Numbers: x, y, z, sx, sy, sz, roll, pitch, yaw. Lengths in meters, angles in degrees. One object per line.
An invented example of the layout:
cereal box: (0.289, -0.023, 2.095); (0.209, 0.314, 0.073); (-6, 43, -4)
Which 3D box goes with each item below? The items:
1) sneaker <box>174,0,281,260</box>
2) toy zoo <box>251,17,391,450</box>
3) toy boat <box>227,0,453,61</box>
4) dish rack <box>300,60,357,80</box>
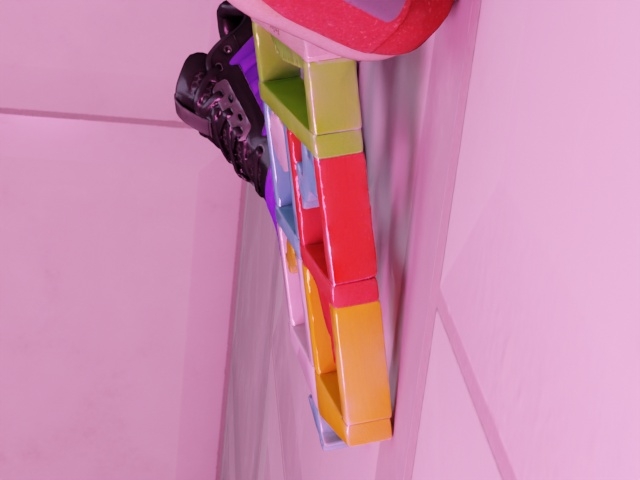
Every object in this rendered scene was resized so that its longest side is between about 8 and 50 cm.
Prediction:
sneaker: (-0.045, -0.088, 1.082); (0.102, 0.146, 0.293); (101, 171, -51)
toy zoo: (0.000, 0.000, 0.864); (0.192, 0.030, 0.293); (-128, 30, -70)
toy boat: (0.027, -0.217, 0.686); (0.151, 0.151, 0.231); (-29, 52, 46)
dish rack: (-0.006, -0.292, 0.968); (0.333, 0.072, 0.285); (-107, 14, -56)
